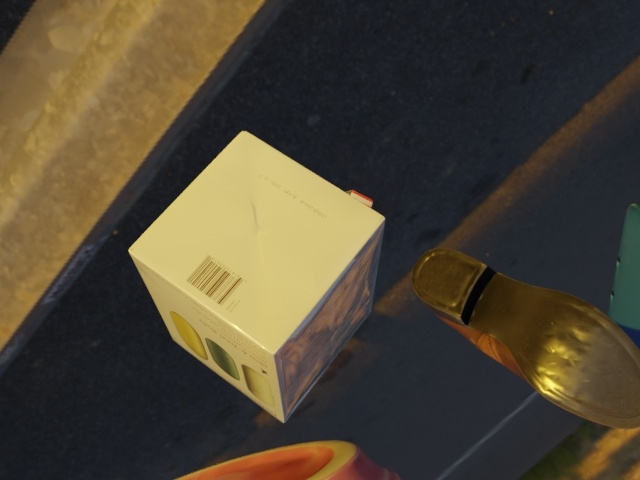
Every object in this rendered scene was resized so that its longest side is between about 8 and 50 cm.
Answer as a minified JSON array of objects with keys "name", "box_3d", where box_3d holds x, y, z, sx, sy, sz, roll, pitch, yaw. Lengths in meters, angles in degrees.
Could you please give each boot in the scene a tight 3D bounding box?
[{"name":"boot","box_3d":[0.241,0.124,0.803,0.096,0.264,0.280,-63,148,-5]}]

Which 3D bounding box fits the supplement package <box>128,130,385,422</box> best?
[{"name":"supplement package","box_3d":[-0.065,0.054,0.894,0.198,0.199,0.263,-50,162,-22]}]

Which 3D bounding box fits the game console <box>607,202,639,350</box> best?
[{"name":"game console","box_3d":[0.538,0.120,1.046,0.173,0.250,0.293,-57,149,-47]}]

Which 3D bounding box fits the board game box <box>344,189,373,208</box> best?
[{"name":"board game box","box_3d":[0.000,0.000,1.239,0.045,0.193,0.147,25,77,-24]}]

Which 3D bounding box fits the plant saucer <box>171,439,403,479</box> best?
[{"name":"plant saucer","box_3d":[-0.077,0.246,0.619,0.332,0.084,0.332,-17,174,-2]}]
